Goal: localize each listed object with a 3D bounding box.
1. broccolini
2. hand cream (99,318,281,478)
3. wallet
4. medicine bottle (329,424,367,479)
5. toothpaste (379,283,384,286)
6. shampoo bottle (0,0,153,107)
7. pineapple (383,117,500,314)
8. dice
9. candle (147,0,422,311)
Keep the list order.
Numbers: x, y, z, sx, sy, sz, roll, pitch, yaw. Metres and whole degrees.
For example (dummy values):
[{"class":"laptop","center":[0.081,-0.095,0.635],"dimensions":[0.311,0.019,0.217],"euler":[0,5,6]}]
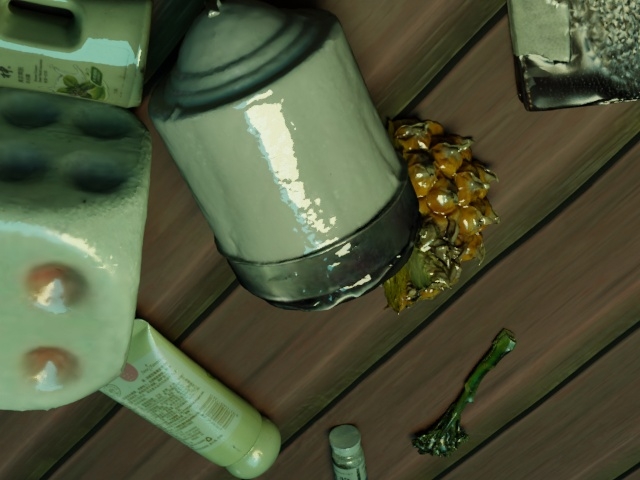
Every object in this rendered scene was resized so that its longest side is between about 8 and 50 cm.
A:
[{"class":"broccolini","center":[0.213,0.231,1.447],"dimensions":[0.071,0.057,0.254],"euler":[-23,151,-47]},{"class":"hand cream","center":[-0.182,0.221,1.371],"dimensions":[0.147,0.093,0.306],"euler":[-33,124,26]},{"class":"wallet","center":[0.329,-0.248,1.058],"dimensions":[0.262,0.071,0.221],"euler":[-8,131,9]},{"class":"medicine bottle","center":[0.046,0.357,1.533],"dimensions":[0.051,0.051,0.191],"euler":[-8,129,0]},{"class":"toothpaste","center":[0.000,0.000,1.231],"dimensions":[0.196,0.047,0.040],"euler":[28,78,-26]},{"class":"shampoo bottle","center":[-0.290,-0.203,1.011],"dimensions":[0.234,0.087,0.118],"euler":[7,124,-11]},{"class":"pineapple","center":[0.153,-0.012,1.163],"dimensions":[0.140,0.164,0.249],"euler":[-6,110,-13]},{"class":"dice","center":[-0.321,-0.003,1.058],"dimensions":[0.268,0.264,0.262],"euler":[7,128,-10]},{"class":"candle","center":[-0.042,-0.106,1.028],"dimensions":[0.221,0.221,0.342],"euler":[-20,119,10]}]
